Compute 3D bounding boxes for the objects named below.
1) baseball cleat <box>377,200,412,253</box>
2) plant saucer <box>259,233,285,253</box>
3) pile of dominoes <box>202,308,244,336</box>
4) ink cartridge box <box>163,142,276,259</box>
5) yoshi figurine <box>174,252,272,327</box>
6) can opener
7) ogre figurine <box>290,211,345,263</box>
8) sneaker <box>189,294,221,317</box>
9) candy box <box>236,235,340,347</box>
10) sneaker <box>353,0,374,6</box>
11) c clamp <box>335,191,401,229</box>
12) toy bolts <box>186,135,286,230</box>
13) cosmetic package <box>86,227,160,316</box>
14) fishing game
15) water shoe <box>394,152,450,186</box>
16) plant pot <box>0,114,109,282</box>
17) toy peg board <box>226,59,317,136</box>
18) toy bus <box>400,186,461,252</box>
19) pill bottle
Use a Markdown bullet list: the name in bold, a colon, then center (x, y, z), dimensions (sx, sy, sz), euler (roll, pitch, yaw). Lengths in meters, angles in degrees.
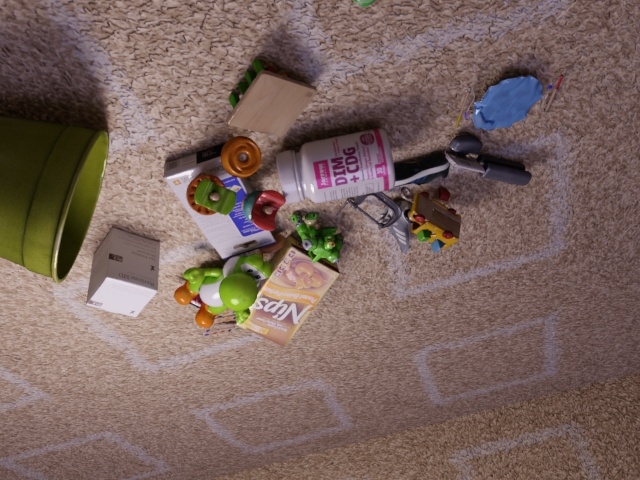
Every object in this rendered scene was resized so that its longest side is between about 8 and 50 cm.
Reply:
- **baseball cleat**: center (0.228, -0.040, 1.850), dimensions (0.110, 0.072, 0.205), euler (-5, 131, 3)
- **plant saucer**: center (-0.145, 0.008, 1.807), dimensions (0.084, 0.083, 0.013), euler (-18, 125, 9)
- **pile of dominoes**: center (-0.267, 0.275, 2.083), dimensions (0.251, 0.040, 0.196), euler (-8, 148, -25)
- **ink cartridge box**: center (-0.265, -0.096, 1.672), dimensions (0.176, 0.069, 0.371), euler (-17, 137, 7)
- **yoshi figurine**: center (-0.294, 0.156, 1.805), dimensions (0.204, 0.203, 0.362), euler (6, 154, -44)
- **can opener**: center (0.469, -0.221, 1.668), dimensions (0.284, 0.076, 0.095), euler (7, 129, -24)
- **ogre figurine**: center (0.000, 0.000, 1.800), dimensions (0.097, 0.118, 0.197), euler (-23, 139, 15)
- **sneaker**: center (-0.384, 0.223, 2.027), dimensions (0.170, 0.063, 0.075), euler (25, 123, -41)
- **candy box**: center (-0.105, 0.164, 1.892), dimensions (0.183, 0.087, 0.316), euler (30, 107, -20)
- **sneaker**: center (0.125, -0.571, 1.139), dimensions (0.110, 0.123, 0.295), euler (9, 138, -22)
- **c clamp**: center (0.148, -0.087, 1.766), dimensions (0.161, 0.022, 0.137), euler (32, 114, -7)
- **toy bolts**: center (-0.203, -0.136, 1.531), dimensions (0.229, 0.158, 0.218), euler (29, 86, -26)
- **cosmetic package**: center (-0.562, 0.093, 1.740), dimensions (0.151, 0.183, 0.151), euler (20, 132, -32)
- **fishing game**: center (0.472, -0.352, 1.544), dimensions (0.264, 0.041, 0.189), euler (-12, 149, -6)
- **water shoe**: center (0.260, -0.176, 1.681), dimensions (0.203, 0.072, 0.080), euler (-14, 143, 6)
- **plant pot**: center (-0.706, -0.126, 1.355), dimensions (0.353, 0.366, 0.366), euler (16, 135, -13)
- **toy peg board**: center (-0.122, -0.337, 1.420), dimensions (0.161, 0.079, 0.161), euler (5, 141, -42)
- **toy bus**: center (0.306, -0.057, 1.750), dimensions (0.191, 0.202, 0.104), euler (-15, 164, -37)
- **pill bottle**: center (0.038, -0.184, 1.554), dimensions (0.283, 0.160, 0.160), euler (-11, 140, 2)
